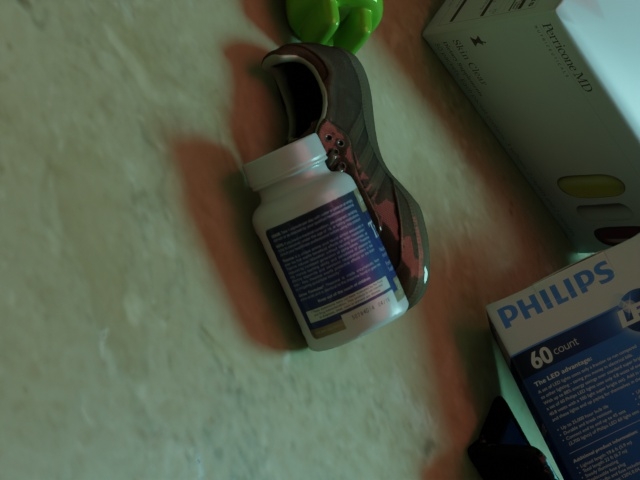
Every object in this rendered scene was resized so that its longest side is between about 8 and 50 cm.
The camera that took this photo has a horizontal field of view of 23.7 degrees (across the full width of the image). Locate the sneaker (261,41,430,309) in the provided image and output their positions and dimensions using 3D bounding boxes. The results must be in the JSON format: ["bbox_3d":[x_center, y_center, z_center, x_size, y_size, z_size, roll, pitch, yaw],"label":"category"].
[{"bbox_3d":[0.008,-0.039,0.967,0.071,0.066,0.188,3,61,-45],"label":"sneaker"}]

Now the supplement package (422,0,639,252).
[{"bbox_3d":[0.248,-0.149,1.264,0.262,0.145,0.204,50,59,-27],"label":"supplement package"}]

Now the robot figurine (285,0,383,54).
[{"bbox_3d":[0.008,-0.181,1.043,0.101,0.067,0.115,10,59,-21],"label":"robot figurine"}]

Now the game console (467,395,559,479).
[{"bbox_3d":[0.161,0.174,1.052,0.071,0.107,0.122,-38,104,-28],"label":"game console"}]

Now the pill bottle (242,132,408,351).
[{"bbox_3d":[0.000,0.000,0.910,0.067,0.067,0.120,-30,97,-60],"label":"pill bottle"}]

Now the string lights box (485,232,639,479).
[{"bbox_3d":[0.230,0.137,1.056,0.077,0.133,0.260,61,4,-70],"label":"string lights box"}]
